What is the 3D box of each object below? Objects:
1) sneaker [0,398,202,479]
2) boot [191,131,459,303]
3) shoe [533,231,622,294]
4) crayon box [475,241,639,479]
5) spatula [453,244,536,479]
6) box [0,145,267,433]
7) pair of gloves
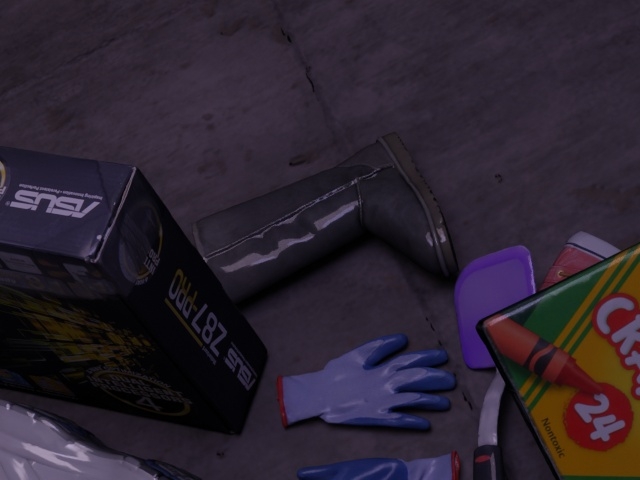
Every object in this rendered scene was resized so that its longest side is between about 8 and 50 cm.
[{"bbox_3d":[-0.178,0.232,1.352,0.297,0.111,0.129,17,81,31],"label":"sneaker"},{"bbox_3d":[0.001,0.002,1.439,0.209,0.076,0.189,-22,39,-5],"label":"boot"},{"bbox_3d":[0.255,0.062,1.327,0.178,0.063,0.081,28,74,35],"label":"shoe"},{"bbox_3d":[0.304,0.079,1.229,0.319,0.081,0.202,-27,87,0],"label":"crayon box"},{"bbox_3d":[0.139,0.148,1.317,0.084,0.030,0.296,-19,54,38],"label":"spatula"},{"bbox_3d":[-0.275,0.028,1.367,0.395,0.318,0.097,9,62,23],"label":"box"},{"bbox_3d":[0.038,0.170,1.352,0.159,0.023,0.198,-13,55,13],"label":"pair of gloves"}]
